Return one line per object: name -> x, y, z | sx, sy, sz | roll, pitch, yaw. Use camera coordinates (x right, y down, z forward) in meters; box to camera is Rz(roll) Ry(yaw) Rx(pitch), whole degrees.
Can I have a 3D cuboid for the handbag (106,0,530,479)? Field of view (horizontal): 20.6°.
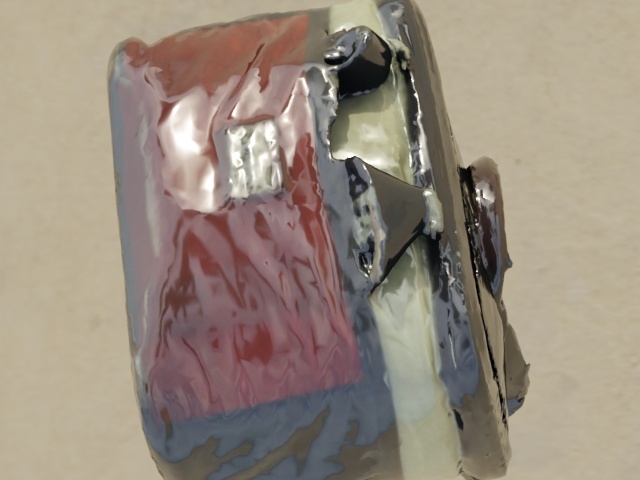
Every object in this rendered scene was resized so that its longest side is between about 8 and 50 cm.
handbag -> 0.000, 0.000, 0.842 | 0.181, 0.181, 0.254 | -11, 56, 3
